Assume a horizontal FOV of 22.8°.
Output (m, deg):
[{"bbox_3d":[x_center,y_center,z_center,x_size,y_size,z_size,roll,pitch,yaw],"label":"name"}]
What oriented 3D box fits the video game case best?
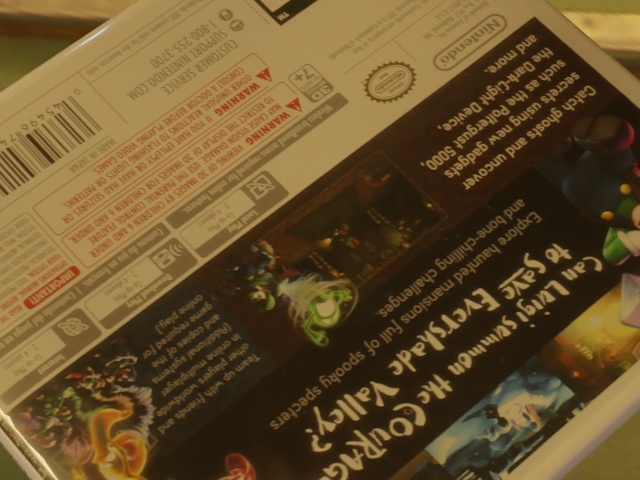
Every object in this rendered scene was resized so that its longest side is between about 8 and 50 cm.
[{"bbox_3d":[0.000,0.000,0.410,0.173,0.190,0.022,45,159,20],"label":"video game case"}]
